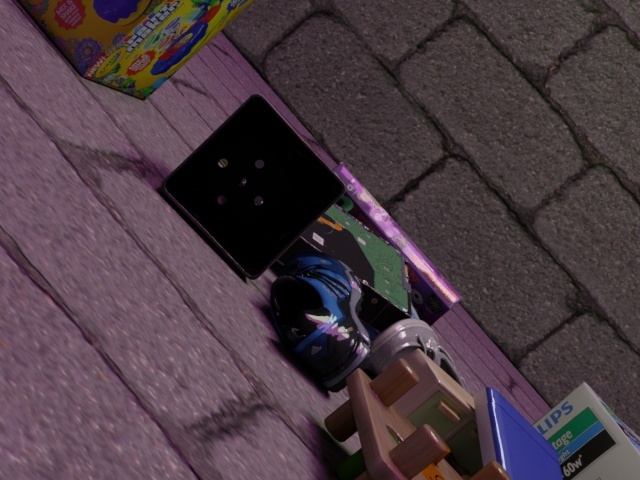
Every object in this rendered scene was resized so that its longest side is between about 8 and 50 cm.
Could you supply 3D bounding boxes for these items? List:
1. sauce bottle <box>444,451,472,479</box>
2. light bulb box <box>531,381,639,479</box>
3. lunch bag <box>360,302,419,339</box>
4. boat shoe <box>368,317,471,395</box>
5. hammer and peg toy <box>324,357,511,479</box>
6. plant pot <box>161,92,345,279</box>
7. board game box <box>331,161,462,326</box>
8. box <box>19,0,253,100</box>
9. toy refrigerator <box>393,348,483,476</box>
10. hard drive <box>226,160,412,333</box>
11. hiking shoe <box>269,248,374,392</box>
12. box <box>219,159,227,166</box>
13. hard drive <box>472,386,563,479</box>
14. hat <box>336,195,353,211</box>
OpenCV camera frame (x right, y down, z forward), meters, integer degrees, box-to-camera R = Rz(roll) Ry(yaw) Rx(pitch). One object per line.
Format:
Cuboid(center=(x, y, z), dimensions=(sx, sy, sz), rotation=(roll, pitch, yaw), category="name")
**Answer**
Cuboid(center=(0.208, 0.357, 1.720), dimensions=(0.042, 0.042, 0.128), rotation=(42, 12, -38), category="sauce bottle")
Cuboid(center=(0.595, 0.529, 2.316), dimensions=(0.358, 0.225, 0.361), rotation=(41, 12, -41), category="light bulb box")
Cuboid(center=(0.088, 0.095, 2.158), dimensions=(0.176, 0.090, 0.219), rotation=(45, 10, -27), category="lunch bag")
Cuboid(center=(0.170, 0.222, 1.922), dimensions=(0.103, 0.118, 0.320), rotation=(49, 0, 36), category="boat shoe")
Cuboid(center=(0.132, 0.301, 1.285), dimensions=(0.266, 0.127, 0.361), rotation=(48, 8, -16), category="hammer and peg toy")
Cuboid(center=(-0.105, -0.079, 1.702), dimensions=(0.187, 0.188, 0.167), rotation=(46, -5, -11), category="plant pot")
Cuboid(center=(0.108, 0.031, 2.314), dimensions=(0.347, 0.056, 0.208), rotation=(49, -36, 8), category="board game box")
Cuboid(center=(-0.271, -0.395, 1.865), dimensions=(0.177, 0.290, 0.279), rotation=(50, 9, 8), category="box")
Cuboid(center=(0.201, 0.287, 1.809), dimensions=(0.269, 0.102, 0.094), rotation=(43, 9, -36), category="toy refrigerator")
Cuboid(center=(0.000, 0.000, 1.945), dimensions=(0.339, 0.064, 0.237), rotation=(35, 21, -13), category="hard drive")
Cuboid(center=(-0.011, 0.075, 1.638), dimensions=(0.132, 0.113, 0.304), rotation=(45, 8, -27), category="hiking shoe")
Cuboid(center=(-0.135, -0.135, 2.263), dimensions=(0.114, 0.036, 0.207), rotation=(50, 8, 8), category="box")
Cuboid(center=(0.303, 0.389, 1.694), dimensions=(0.210, 0.040, 0.319), rotation=(44, 28, -34), category="hard drive")
Cuboid(center=(-0.024, 0.009, 2.218), dimensions=(0.208, 0.184, 0.173), rotation=(0, 18, -17), category="hat")
